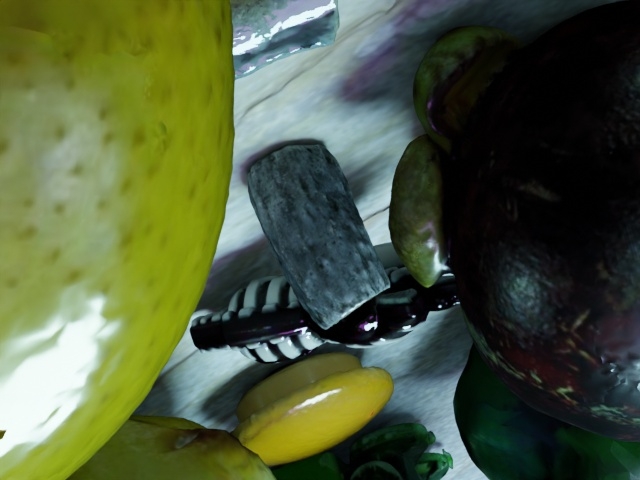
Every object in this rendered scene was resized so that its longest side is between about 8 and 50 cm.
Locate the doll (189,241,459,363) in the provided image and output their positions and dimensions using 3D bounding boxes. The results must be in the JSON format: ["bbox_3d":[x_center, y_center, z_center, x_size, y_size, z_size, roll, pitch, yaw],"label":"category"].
[{"bbox_3d":[0.005,0.043,1.281,0.219,0.067,0.091,-10,-178,39],"label":"doll"}]

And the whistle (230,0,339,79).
[{"bbox_3d":[-0.147,-0.072,0.951,0.326,0.068,0.057,-23,143,-4],"label":"whistle"}]

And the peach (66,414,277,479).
[{"bbox_3d":[-0.146,0.284,1.396,0.314,0.315,0.281,5,178,36],"label":"peach"}]

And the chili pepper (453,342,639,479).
[{"bbox_3d":[0.241,0.128,1.555,0.233,0.248,0.256,-44,159,-19],"label":"chili pepper"}]

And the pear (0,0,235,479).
[{"bbox_3d":[-0.144,-0.033,0.669,0.191,0.340,0.386,7,154,-31],"label":"pear"}]

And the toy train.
[{"bbox_3d":[0.039,0.264,1.769,0.188,0.132,0.243,-20,155,5],"label":"toy train"}]

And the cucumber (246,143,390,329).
[{"bbox_3d":[-0.001,-0.002,1.188,0.064,0.112,0.064,-24,164,-7],"label":"cucumber"}]

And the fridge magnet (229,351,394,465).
[{"bbox_3d":[-0.010,0.134,1.521,0.143,0.063,0.143,-20,158,-9],"label":"fridge magnet"}]

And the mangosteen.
[{"bbox_3d":[0.184,-0.019,1.159,0.288,0.288,0.288,-21,156,-9],"label":"mangosteen"}]
